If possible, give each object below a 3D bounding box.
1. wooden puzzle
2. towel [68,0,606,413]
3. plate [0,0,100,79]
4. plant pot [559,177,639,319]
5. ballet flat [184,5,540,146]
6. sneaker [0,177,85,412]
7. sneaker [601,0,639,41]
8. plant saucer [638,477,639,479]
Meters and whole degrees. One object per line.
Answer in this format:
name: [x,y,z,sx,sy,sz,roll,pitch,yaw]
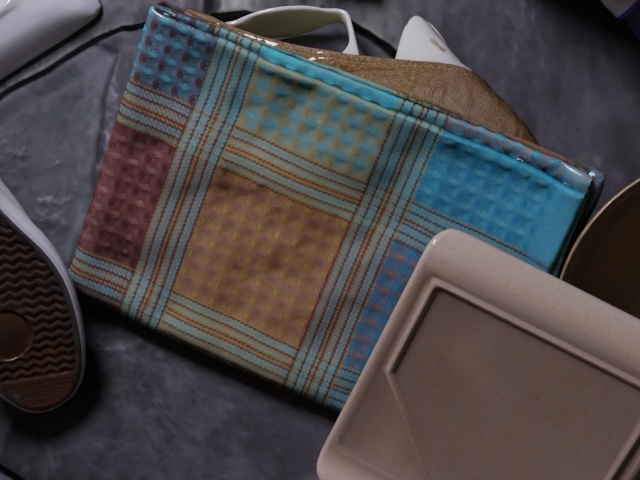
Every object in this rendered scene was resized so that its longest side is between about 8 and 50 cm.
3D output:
wooden puzzle: [0.138,0.132,1.267,0.221,0.044,0.239,27,114,2]
towel: [0.000,0.000,1.301,0.370,0.040,0.271,22,113,5]
plate: [-0.372,-0.232,1.409,0.277,0.045,0.278,-34,82,1]
plant pot: [0.284,0.043,1.283,0.236,0.032,0.236,-5,111,-14]
ballet flat: [0.025,-0.127,1.345,0.342,0.116,0.124,10,65,10]
sneaker: [-0.272,-0.002,1.358,0.105,0.123,0.290,-25,104,-2]
sneaker: [0.396,-0.228,1.314,0.236,0.130,0.323,42,84,-2]
plant saucer: [0.273,0.270,1.306,0.194,0.037,0.195,0,84,4]
